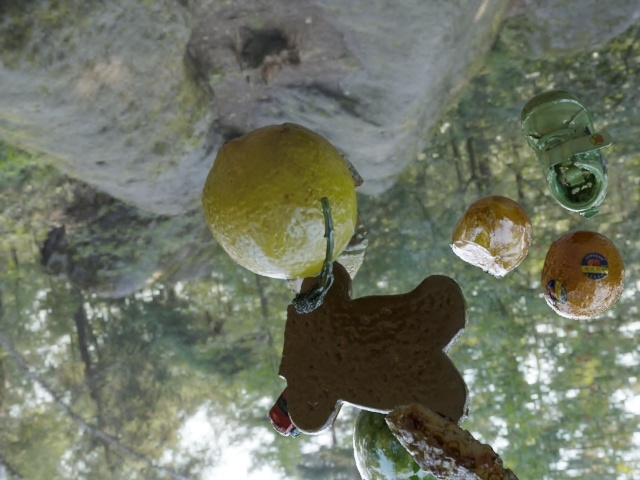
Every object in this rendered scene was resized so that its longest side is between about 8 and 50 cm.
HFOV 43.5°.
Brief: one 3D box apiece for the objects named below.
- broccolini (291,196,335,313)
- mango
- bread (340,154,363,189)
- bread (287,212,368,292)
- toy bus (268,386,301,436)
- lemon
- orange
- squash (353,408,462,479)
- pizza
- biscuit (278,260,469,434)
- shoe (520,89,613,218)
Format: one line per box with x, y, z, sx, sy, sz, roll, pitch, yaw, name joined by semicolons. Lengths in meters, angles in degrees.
0.001;0.027;1.261;0.052;0.194;0.054;7;-170;-28;broccolini
0.411;-0.026;1.893;0.187;0.138;0.257;14;154;7;mango
0.044;-0.135;1.726;0.070;0.083;0.076;-36;-174;15;bread
0.000;0.000;1.985;0.204;0.261;0.163;-13;-172;-26;bread
-0.030;0.354;1.815;0.195;0.089;0.081;-33;-132;-20;toy bus
-0.070;-0.069;1.420;0.293;0.292;0.293;-10;178;0;lemon
0.510;0.067;1.563;0.155;0.177;0.177;3;178;1;orange
0.216;0.503;2.009;0.311;0.310;0.309;-10;158;7;squash
0.186;0.322;1.199;0.058;0.127;0.246;-32;-132;-32;pizza
0.111;0.219;1.668;0.394;0.368;0.076;-3;161;18;biscuit
0.498;-0.172;1.585;0.140;0.262;0.128;-22;-165;9;shoe
